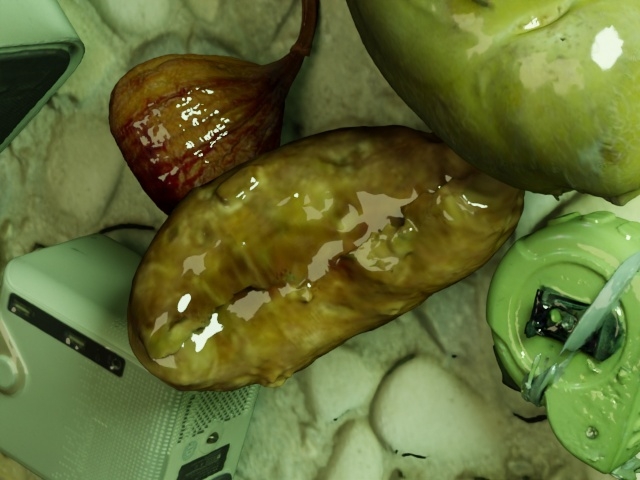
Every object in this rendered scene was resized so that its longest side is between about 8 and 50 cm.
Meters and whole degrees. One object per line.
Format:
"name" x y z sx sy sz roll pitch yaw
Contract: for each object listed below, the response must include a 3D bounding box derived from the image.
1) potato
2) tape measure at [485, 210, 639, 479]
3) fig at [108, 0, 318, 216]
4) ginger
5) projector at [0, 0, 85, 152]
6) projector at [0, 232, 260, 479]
"potato" 0.118 -0.178 1.052 0.218 0.202 0.351 -30 80 32
"tape measure" 0.192 0.058 1.123 0.154 0.087 0.177 31 114 28
"fig" -0.065 -0.108 1.272 0.201 0.146 0.133 -33 70 -2
"ginger" 0.000 0.000 1.185 0.321 0.172 0.165 -28 109 14
"projector" -0.394 -0.193 1.386 0.249 0.248 0.249 -40 76 35
"projector" -0.180 0.116 1.356 0.243 0.163 0.177 28 114 23
